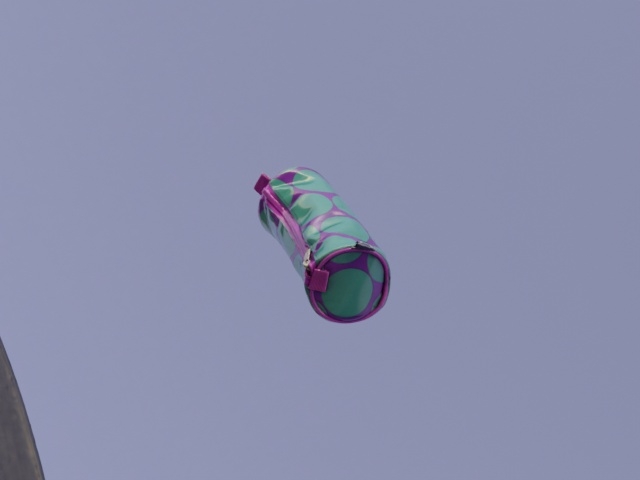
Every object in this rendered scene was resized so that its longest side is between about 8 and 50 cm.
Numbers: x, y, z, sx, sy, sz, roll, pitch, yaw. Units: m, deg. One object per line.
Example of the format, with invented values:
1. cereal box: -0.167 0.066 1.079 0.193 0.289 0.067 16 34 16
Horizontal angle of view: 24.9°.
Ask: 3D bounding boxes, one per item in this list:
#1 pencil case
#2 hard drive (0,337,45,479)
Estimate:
1. pencil case: 0.000 0.000 1.096 0.064 0.070 0.152 -60 -151 15
2. hard drive: -0.214 0.146 0.747 0.054 0.172 0.255 -34 -117 37
